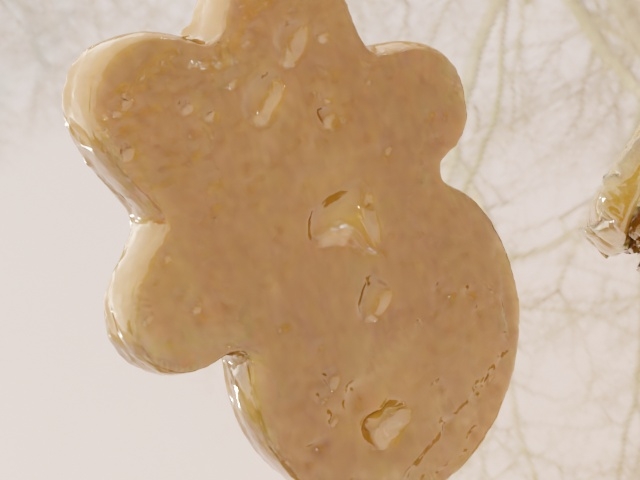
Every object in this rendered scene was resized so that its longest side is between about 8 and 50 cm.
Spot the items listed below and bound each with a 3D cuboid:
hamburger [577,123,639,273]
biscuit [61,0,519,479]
[{"bbox_3d":[0.331,-0.090,1.086,0.283,0.144,0.259,-62,171,4],"label":"hamburger"},{"bbox_3d":[-0.002,0.000,0.820,0.275,0.355,0.052,-45,-153,-21],"label":"biscuit"}]
